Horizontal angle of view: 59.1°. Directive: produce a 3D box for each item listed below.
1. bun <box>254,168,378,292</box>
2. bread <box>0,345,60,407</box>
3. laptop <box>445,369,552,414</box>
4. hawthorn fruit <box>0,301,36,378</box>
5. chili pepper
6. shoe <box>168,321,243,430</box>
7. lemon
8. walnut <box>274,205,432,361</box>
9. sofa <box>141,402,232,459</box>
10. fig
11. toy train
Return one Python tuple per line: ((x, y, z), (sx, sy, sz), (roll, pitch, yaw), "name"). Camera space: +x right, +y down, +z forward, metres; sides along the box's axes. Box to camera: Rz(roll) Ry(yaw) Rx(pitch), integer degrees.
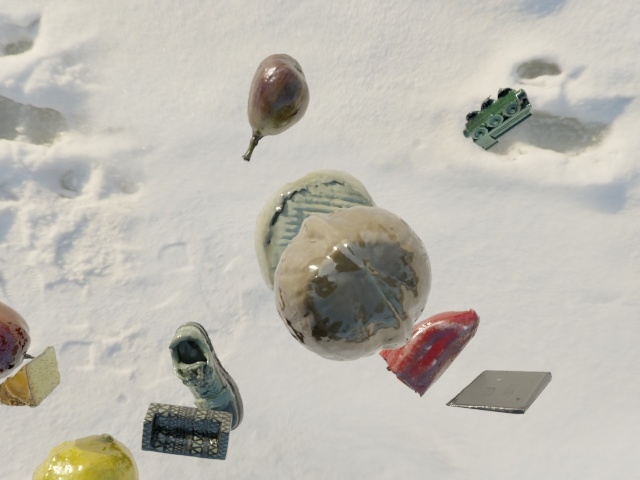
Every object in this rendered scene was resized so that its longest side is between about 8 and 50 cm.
((0.000, 0.000, 1.395), (0.359, 0.211, 0.360), (-1, 98, -8), "bun")
((-0.491, 0.217, 0.922), (0.109, 0.084, 0.080), (-1, 108, 14), "bread")
((0.317, 0.260, 0.991), (0.135, 0.197, 0.016), (-5, 92, 34), "laptop")
((-0.651, 0.206, 1.132), (0.194, 0.157, 0.157), (30, 91, -28), "hawthorn fruit")
((0.264, 0.243, 1.344), (0.144, 0.136, 0.253), (45, 104, 19), "chili pepper")
((-0.285, 0.341, 1.358), (0.109, 0.149, 0.293), (-26, 88, 3), "shoe")
((-0.518, 0.561, 1.227), (0.233, 0.233, 0.288), (24, 89, -4), "lemon")
((0.027, 0.036, 0.495), (0.140, 0.162, 0.140), (0, 77, 1), "walnut")
((-0.184, 0.264, 0.781), (0.117, 0.039, 0.060), (9, 115, -6), "sofa")
((-0.122, -0.312, 1.375), (0.145, 0.170, 0.274), (18, 116, -26), "fig")
((0.420, -0.288, 1.328), (0.111, 0.170, 0.071), (18, 50, -39), "toy train")
